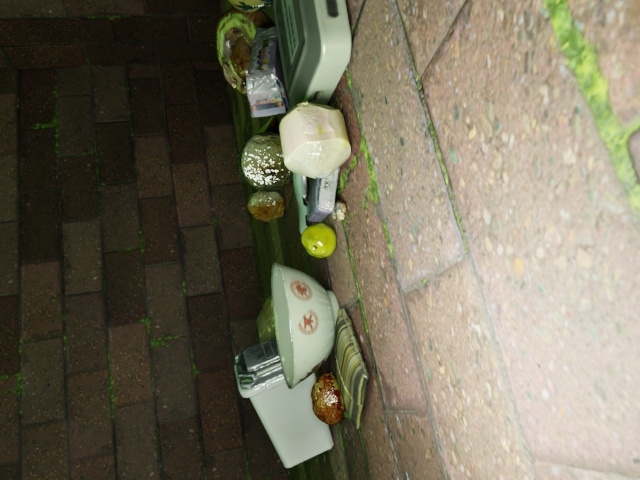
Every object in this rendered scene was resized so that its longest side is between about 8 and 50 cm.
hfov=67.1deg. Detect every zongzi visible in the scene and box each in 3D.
[{"bbox_3d":[-0.117,0.355,1.743,0.393,0.174,0.356,119,138,-58],"label":"zongzi"}]

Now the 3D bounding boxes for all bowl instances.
[{"bbox_3d":[-0.035,0.217,1.315,0.337,0.157,0.337,174,90,-77],"label":"bowl"}]

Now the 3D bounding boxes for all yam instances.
[{"bbox_3d":[-0.185,-0.263,1.635,0.300,0.195,0.195,-149,53,-74],"label":"yam"}]

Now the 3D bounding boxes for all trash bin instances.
[{"bbox_3d":[-0.087,0.503,1.566,0.256,0.295,0.368,-154,44,-73],"label":"trash bin"}]

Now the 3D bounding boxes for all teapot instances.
[{"bbox_3d":[-0.187,-0.735,1.370,0.269,0.182,0.173,35,113,28],"label":"teapot"}]

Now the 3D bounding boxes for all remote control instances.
[{"bbox_3d":[-0.055,-0.128,1.458,0.097,0.045,0.256,-123,26,-62],"label":"remote control"}]

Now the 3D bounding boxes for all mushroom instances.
[{"bbox_3d":[0.042,-0.070,1.131,0.101,0.019,0.049,143,118,-76],"label":"mushroom"},{"bbox_3d":[-0.224,-0.602,1.577,0.263,0.195,0.283,-26,72,38],"label":"mushroom"}]

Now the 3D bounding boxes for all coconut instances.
[{"bbox_3d":[-0.011,-0.201,1.017,0.147,0.147,0.153,111,151,-64],"label":"coconut"}]

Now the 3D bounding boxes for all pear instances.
[{"bbox_3d":[0.000,0.000,1.220,0.097,0.092,0.092,-44,-38,-51],"label":"pear"}]

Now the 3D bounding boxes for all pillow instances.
[{"bbox_3d":[0.068,0.305,1.155,0.212,0.052,0.208,-112,21,-50],"label":"pillow"}]

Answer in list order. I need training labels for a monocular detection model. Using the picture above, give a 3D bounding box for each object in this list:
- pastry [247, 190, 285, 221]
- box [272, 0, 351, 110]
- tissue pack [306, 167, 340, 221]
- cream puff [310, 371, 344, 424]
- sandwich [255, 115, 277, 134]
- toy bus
[{"bbox_3d":[-0.214,-0.138,1.919,0.153,0.153,0.081,103,159,-56],"label":"pastry"},{"bbox_3d":[-0.036,-0.493,1.083,0.373,0.090,0.367,144,118,-74],"label":"box"},{"bbox_3d":[0.003,-0.110,1.164,0.156,0.051,0.112,147,130,-77],"label":"tissue pack"},{"bbox_3d":[0.015,0.457,1.397,0.149,0.084,0.149,173,90,-75],"label":"cream puff"},{"bbox_3d":[-0.206,-0.353,1.885,0.094,0.096,0.258,-136,38,-61],"label":"sandwich"},{"bbox_3d":[-0.141,-0.469,1.322,0.138,0.112,0.317,77,-173,-46],"label":"toy bus"}]
